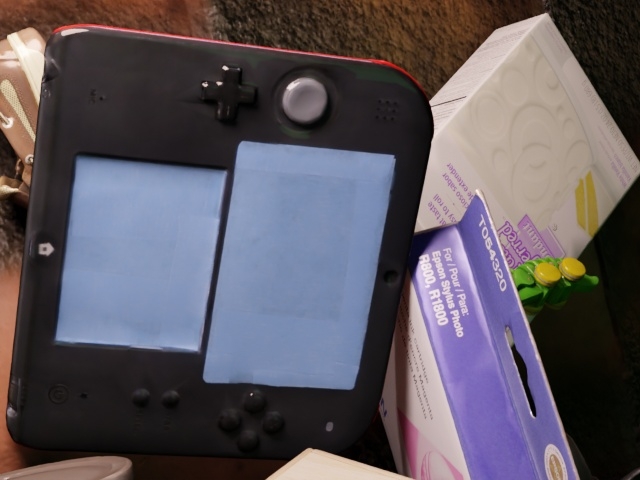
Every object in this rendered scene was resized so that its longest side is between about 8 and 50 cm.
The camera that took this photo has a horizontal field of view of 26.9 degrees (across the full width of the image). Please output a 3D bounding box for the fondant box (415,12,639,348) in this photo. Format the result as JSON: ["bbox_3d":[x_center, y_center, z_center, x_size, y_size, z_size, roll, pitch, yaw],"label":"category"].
[{"bbox_3d":[0.208,-0.066,1.536,0.330,0.096,0.238,-48,112,-29],"label":"fondant box"}]

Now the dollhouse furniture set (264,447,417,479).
[{"bbox_3d":[0.031,0.390,1.194,0.303,0.174,0.355,-28,120,-48],"label":"dollhouse furniture set"}]

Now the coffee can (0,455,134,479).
[{"bbox_3d":[-0.226,0.336,1.095,0.201,0.201,0.275,-12,91,-37],"label":"coffee can"}]

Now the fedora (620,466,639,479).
[{"bbox_3d":[0.404,0.427,1.522,0.334,0.152,0.334,-17,112,-47],"label":"fedora"}]

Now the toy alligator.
[{"bbox_3d":[0.224,0.046,1.447,0.190,0.056,0.051,-10,49,-36],"label":"toy alligator"}]

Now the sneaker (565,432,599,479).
[{"bbox_3d":[0.306,0.297,1.575,0.118,0.083,0.222,-33,113,-39],"label":"sneaker"}]

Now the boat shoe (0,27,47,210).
[{"bbox_3d":[-0.249,-0.057,1.217,0.095,0.095,0.257,-25,101,-12],"label":"boat shoe"}]

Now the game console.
[{"bbox_3d":[-0.088,0.015,1.185,0.342,0.060,0.386,4,108,-20],"label":"game console"}]

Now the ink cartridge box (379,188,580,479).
[{"bbox_3d":[0.127,0.167,1.252,0.071,0.330,0.324,-10,67,-12],"label":"ink cartridge box"}]
